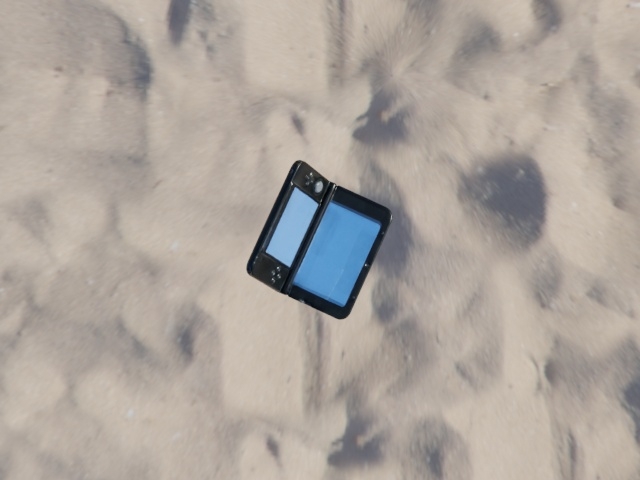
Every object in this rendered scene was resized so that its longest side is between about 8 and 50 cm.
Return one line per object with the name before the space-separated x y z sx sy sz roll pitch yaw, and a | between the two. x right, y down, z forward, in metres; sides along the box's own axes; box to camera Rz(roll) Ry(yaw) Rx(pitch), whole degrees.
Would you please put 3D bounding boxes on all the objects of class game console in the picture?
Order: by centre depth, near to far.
game console | 0.000 0.000 1.273 0.071 0.107 0.122 20 82 30
